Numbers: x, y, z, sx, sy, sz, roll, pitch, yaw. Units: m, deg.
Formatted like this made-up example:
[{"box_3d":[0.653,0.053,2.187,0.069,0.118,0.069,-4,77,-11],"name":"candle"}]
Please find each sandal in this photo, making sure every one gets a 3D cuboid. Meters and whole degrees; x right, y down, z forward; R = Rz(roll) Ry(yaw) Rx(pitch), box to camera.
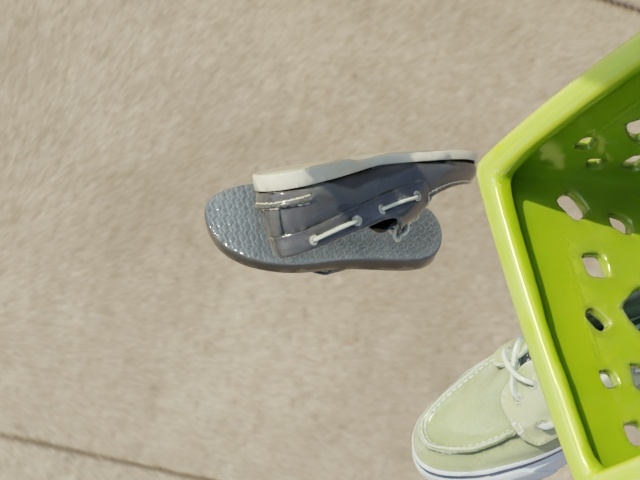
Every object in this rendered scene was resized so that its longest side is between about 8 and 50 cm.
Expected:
[{"box_3d":[0.001,0.001,1.784,0.254,0.054,0.097,7,60,-9],"name":"sandal"}]

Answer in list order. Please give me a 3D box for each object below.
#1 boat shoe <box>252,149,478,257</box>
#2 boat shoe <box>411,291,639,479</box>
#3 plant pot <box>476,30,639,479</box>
[{"box_3d":[0.036,-0.029,1.207,0.206,0.075,0.065,-10,96,-42],"name":"boat shoe"},{"box_3d":[0.181,0.093,1.229,0.094,0.302,0.109,35,36,-41],"name":"boat shoe"},{"box_3d":[0.257,0.008,0.956,0.207,0.227,0.228,2,64,-37],"name":"plant pot"}]
